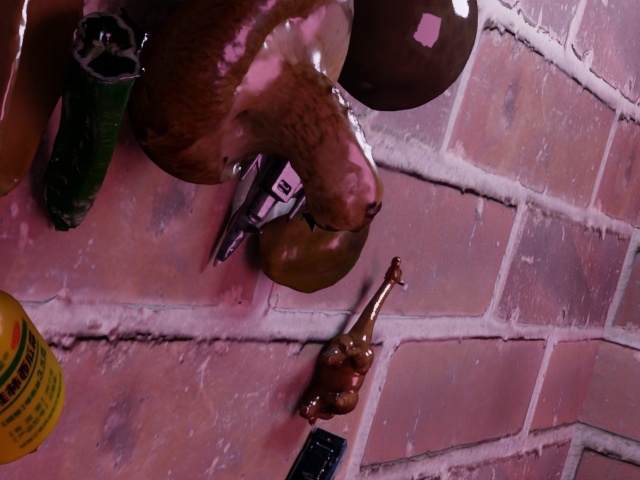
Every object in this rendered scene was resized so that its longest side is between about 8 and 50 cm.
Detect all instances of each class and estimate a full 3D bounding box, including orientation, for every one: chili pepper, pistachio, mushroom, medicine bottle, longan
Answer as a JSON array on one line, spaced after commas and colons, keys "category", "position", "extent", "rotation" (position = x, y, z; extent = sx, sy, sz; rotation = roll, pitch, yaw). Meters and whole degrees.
[{"category": "chili pepper", "position": [-0.198, -0.085, 1.273], "extent": [0.227, 0.059, 0.088], "rotation": [115, -18, -45]}, {"category": "pistachio", "position": [-0.001, 0.004, 1.780], "extent": [0.189, 0.100, 0.110], "rotation": [-35, 133, -58]}, {"category": "mushroom", "position": [-0.043, -0.161, 1.414], "extent": [0.267, 0.255, 0.267], "rotation": [-165, -90, -79]}, {"category": "medicine bottle", "position": [-0.285, 0.071, 1.206], "extent": [0.309, 0.076, 0.111], "rotation": [71, 34, -54]}, {"category": "longan", "position": [0.083, -0.246, 1.696], "extent": [0.212, 0.198, 0.198], "rotation": [28, 80, -61]}]

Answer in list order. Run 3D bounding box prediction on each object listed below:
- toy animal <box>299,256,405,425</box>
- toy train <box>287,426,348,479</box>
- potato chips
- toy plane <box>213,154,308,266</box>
[{"category": "toy animal", "position": [0.048, 0.132, 2.026], "extent": [0.230, 0.066, 0.224], "rotation": [-12, 121, -72]}, {"category": "toy train", "position": [-0.034, 0.360, 2.019], "extent": [0.234, 0.052, 0.051], "rotation": [-61, 159, -27]}, {"category": "potato chips", "position": [-0.238, -0.136, 1.170], "extent": [0.195, 0.062, 0.208], "rotation": [-65, 170, -73]}, {"category": "toy plane", "position": [-0.044, -0.070, 1.659], "extent": [0.160, 0.082, 0.234], "rotation": [41, 64, -37]}]
